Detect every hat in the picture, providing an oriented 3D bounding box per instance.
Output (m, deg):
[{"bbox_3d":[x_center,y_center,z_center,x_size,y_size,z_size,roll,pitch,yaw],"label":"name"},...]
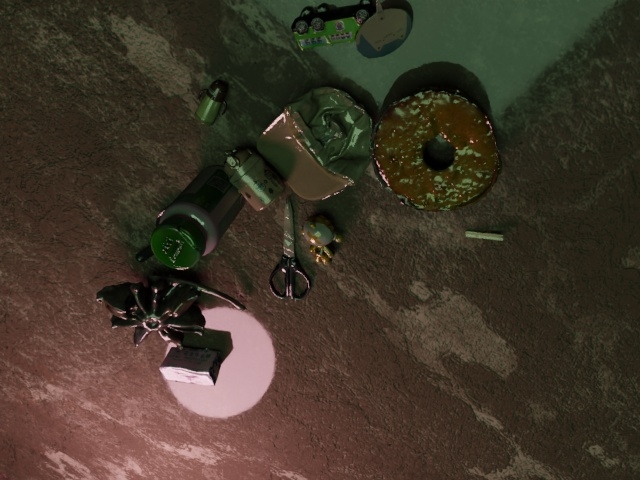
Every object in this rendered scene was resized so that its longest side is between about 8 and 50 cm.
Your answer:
[{"bbox_3d":[-0.008,-0.211,1.181,0.214,0.149,0.245,49,157,-17],"label":"hat"}]

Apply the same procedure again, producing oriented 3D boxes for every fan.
[{"bbox_3d":[0.111,-0.397,1.000,0.113,0.005,0.175,-24,154,4],"label":"fan"}]

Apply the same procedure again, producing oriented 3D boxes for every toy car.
[{"bbox_3d":[0.029,-0.409,1.044,0.165,0.071,0.062,-4,131,15],"label":"toy car"}]

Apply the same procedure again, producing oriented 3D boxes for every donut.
[{"bbox_3d":[0.234,-0.189,1.112,0.272,0.107,0.272,8,128,11],"label":"donut"}]

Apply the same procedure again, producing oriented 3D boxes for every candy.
[{"bbox_3d":[-0.377,0.367,1.617,0.160,0.092,0.073,4,127,10],"label":"candy"}]

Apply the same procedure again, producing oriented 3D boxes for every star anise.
[{"bbox_3d":[-0.423,0.185,1.508,0.359,0.139,0.316,25,133,-20],"label":"star anise"}]

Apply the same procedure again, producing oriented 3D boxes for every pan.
[{"bbox_3d":[-0.393,-0.006,1.425,0.235,0.028,0.136,-28,110,24],"label":"pan"}]

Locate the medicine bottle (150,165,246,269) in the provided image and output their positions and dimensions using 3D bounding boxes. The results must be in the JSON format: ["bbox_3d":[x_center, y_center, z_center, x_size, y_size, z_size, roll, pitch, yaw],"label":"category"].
[{"bbox_3d":[-0.265,-0.052,1.217,0.133,0.274,0.133,6,122,9],"label":"medicine bottle"}]

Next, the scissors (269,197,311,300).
[{"bbox_3d":[-0.078,0.026,1.370,0.109,0.022,0.300,5,121,7],"label":"scissors"}]

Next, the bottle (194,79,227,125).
[{"bbox_3d":[-0.232,-0.300,1.194,0.063,0.047,0.101,17,124,-30],"label":"bottle"}]

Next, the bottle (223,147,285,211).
[{"bbox_3d":[-0.157,-0.148,1.239,0.099,0.099,0.152,-35,105,30],"label":"bottle"}]

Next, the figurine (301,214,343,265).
[{"bbox_3d":[-0.004,0.000,1.312,0.101,0.068,0.143,28,141,5],"label":"figurine"}]

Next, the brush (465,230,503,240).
[{"bbox_3d":[0.367,-0.012,1.237,0.084,0.013,0.016,6,118,19],"label":"brush"}]
